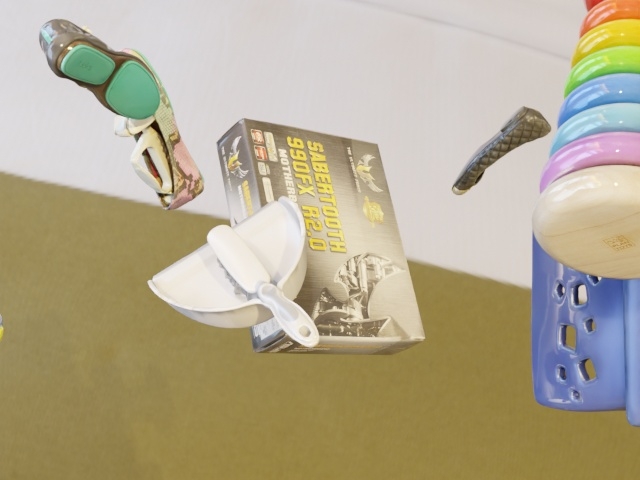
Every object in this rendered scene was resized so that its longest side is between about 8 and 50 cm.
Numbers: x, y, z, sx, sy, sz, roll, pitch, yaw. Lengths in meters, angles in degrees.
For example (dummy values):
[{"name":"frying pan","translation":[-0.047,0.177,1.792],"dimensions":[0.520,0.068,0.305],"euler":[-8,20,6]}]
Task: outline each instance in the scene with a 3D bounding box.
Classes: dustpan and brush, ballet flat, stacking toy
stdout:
[{"name":"dustpan and brush","translation":[-0.052,0.036,0.820],"dimensions":[0.147,0.060,0.211],"euler":[-33,47,-11]},{"name":"ballet flat","translation":[-0.217,-0.132,1.257],"dimensions":[0.076,0.222,0.079],"euler":[8,42,39]},{"name":"ballet flat","translation":[-0.249,-0.196,1.115],"dimensions":[0.074,0.203,0.074],"euler":[-4,79,19]},{"name":"stacking toy","translation":[0.273,-0.138,0.875],"dimensions":[0.141,0.141,0.330],"euler":[13,61,2]},{"name":"ballet flat","translation":[0.229,-0.108,1.290],"dimensions":[0.049,0.173,0.057],"euler":[40,44,-4]}]

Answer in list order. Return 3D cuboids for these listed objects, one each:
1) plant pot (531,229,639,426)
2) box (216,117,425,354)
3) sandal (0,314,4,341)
[{"name":"plant pot","translation":[0.374,0.071,1.047],"dimensions":[0.235,0.236,0.212],"euler":[-2,3,-15]},{"name":"box","translation":[0.000,0.000,1.000],"dimensions":[0.183,0.056,0.231],"euler":[6,62,-38]},{"name":"sandal","translation":[-0.483,0.062,1.001],"dimensions":[0.317,0.126,0.138],"euler":[9,76,-22]}]
